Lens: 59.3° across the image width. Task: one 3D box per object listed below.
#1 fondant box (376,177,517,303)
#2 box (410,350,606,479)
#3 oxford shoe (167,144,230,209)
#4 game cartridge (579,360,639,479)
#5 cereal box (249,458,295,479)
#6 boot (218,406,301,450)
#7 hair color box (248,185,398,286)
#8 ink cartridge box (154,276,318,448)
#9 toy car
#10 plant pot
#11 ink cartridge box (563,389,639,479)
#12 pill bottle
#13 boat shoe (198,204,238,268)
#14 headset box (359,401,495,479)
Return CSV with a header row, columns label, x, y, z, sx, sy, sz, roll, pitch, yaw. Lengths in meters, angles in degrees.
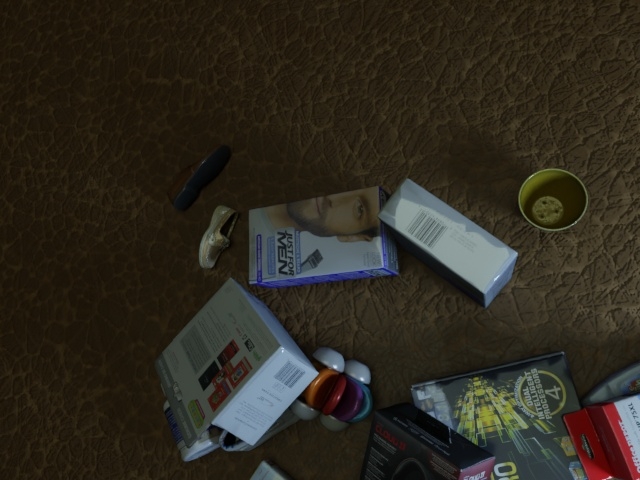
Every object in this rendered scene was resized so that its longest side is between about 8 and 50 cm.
label,x,y,z,sx,sy,sz,roll,pitch,yaw
fondant box,0.260,0.018,1.127,0.238,0.330,0.096,38,92,20
box,0.383,0.447,1.117,0.318,0.097,0.394,-16,73,15
oxford shoe,-0.328,-0.182,1.480,0.212,0.076,0.076,-45,59,1
game cartridge,0.677,0.323,1.087,0.297,0.062,0.198,-26,76,9
cereal box,-0.079,0.625,1.231,0.240,0.047,0.173,34,88,21
boot,-0.107,0.385,1.254,0.258,0.123,0.095,-42,70,3
hair color box,0.000,0.000,1.293,0.339,0.110,0.185,-9,75,24
ink cartridge box,-0.197,0.274,1.223,0.272,0.130,0.309,-47,36,-1
toy car,0.036,0.328,1.201,0.182,0.136,0.159,30,83,-24
plant pot,0.492,-0.075,1.208,0.134,0.095,0.134,-4,76,14
ink cartridge box,0.581,0.345,1.014,0.231,0.078,0.134,-17,73,-3
pill bottle,-0.301,0.402,1.310,0.112,0.112,0.186,-32,69,7
boat shoe,-0.256,-0.007,1.421,0.059,0.063,0.170,12,80,24
headset box,0.188,0.468,1.070,0.218,0.110,0.293,23,106,48
